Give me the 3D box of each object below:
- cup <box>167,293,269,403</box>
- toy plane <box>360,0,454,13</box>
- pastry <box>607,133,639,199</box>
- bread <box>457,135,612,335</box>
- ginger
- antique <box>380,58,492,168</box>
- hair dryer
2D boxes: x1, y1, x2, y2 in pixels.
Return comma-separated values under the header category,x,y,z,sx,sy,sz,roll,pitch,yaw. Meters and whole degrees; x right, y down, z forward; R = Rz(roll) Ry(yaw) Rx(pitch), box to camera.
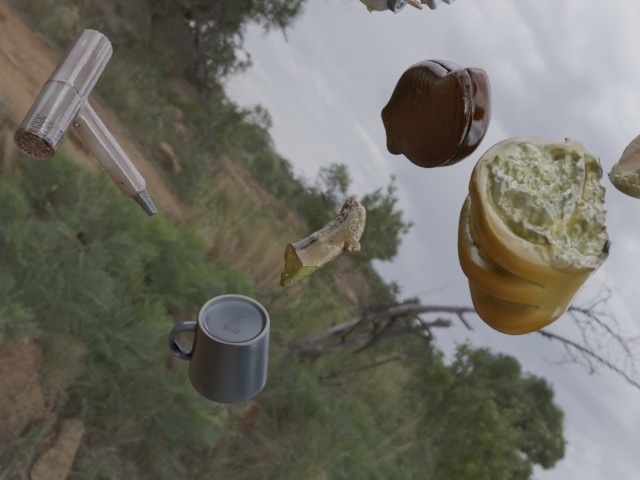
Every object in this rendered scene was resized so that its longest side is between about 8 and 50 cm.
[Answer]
category,x,y,z,sx,sy,sz,roll,pitch,yaw
cup,-0.097,0.099,0.734,0.078,0.100,0.077,-76,177,-52
toy plane,0.078,-0.383,1.043,0.244,0.118,0.245,32,8,-5
pastry,0.579,-0.134,1.313,0.088,0.166,0.166,38,3,-11
bread,0.327,-0.015,1.278,0.211,0.316,0.270,17,-37,-2
ginger,0.003,0.004,0.910,0.044,0.137,0.057,61,-14,-27
antique,0.239,-0.259,1.555,0.278,0.128,0.224,-28,-108,58
hair dryer,-0.274,-0.139,1.016,0.220,0.053,0.195,46,44,-37
